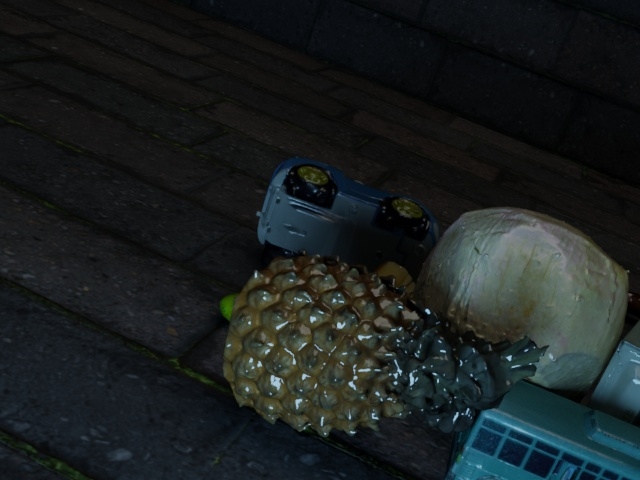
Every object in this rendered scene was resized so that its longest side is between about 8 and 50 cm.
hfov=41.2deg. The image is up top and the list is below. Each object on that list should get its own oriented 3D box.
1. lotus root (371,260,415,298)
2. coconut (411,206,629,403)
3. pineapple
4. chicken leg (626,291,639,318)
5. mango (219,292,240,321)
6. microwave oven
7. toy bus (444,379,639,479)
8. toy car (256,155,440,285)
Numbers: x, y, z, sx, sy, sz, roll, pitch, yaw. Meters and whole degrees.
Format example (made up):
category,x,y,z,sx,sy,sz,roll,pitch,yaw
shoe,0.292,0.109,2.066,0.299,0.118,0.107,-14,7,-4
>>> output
category,x,y,z,sx,sy,sz,roll,pitch,yaw
lotus root,0.103,0.120,1.310,0.135,0.095,0.159,-24,88,-53
coconut,0.273,0.088,1.183,0.297,0.254,0.297,21,-21,8
pineapple,0.080,0.134,0.980,0.357,0.222,0.223,9,16,24
chicken leg,0.732,0.151,1.759,0.407,0.096,0.158,16,18,-4
mango,-0.091,0.102,1.212,0.108,0.056,0.073,14,17,-7
microwave oven,0.429,0.231,1.143,0.122,0.208,0.162,30,24,23
toy bus,0.294,0.269,1.028,0.256,0.147,0.128,22,23,6
toy car,0.050,-0.021,1.415,0.314,0.198,0.166,19,32,1
